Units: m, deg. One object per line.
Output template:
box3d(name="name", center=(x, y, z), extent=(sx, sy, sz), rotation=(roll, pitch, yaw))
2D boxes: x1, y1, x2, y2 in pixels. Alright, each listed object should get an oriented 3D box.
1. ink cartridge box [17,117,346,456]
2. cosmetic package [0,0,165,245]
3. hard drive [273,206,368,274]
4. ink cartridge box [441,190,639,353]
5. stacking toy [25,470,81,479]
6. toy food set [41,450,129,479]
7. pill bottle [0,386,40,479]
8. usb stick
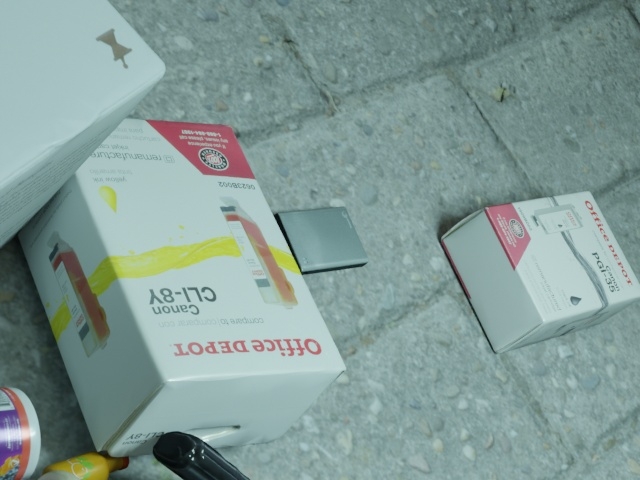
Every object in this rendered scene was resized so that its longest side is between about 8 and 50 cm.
box3d(name="ink cartridge box", center=(-0.178, 0.047, 1.706), extent=(0.279, 0.160, 0.384), rotation=(1, 53, -42))
box3d(name="cosmetic package", center=(-0.444, -0.129, 1.461), extent=(0.327, 0.394, 0.329), rotation=(48, 41, -3))
box3d(name="hard drive", center=(0.000, 0.000, 2.038), extent=(0.135, 0.022, 0.094), rotation=(-7, 66, -44))
box3d(name="ink cartridge box", center=(0.355, 0.042, 2.247), extent=(0.283, 0.117, 0.207), rotation=(-10, 69, -45))
box3d(name="stacking toy", center=(-0.384, 0.328, 1.403), extent=(0.330, 0.141, 0.141), rotation=(-9, 68, -37))
box3d(name="toy food set", center=(-0.202, 0.332, 1.547), extent=(0.232, 0.111, 0.104), rotation=(36, 32, 32))
box3d(name="pill bottle", center=(-0.400, 0.212, 1.472), extent=(0.194, 0.108, 0.108), rotation=(-1, 62, -41))
box3d(name="usb stick", center=(-0.091, 0.300, 1.641), extent=(0.278, 0.077, 0.045), rotation=(47, 61, -41))
